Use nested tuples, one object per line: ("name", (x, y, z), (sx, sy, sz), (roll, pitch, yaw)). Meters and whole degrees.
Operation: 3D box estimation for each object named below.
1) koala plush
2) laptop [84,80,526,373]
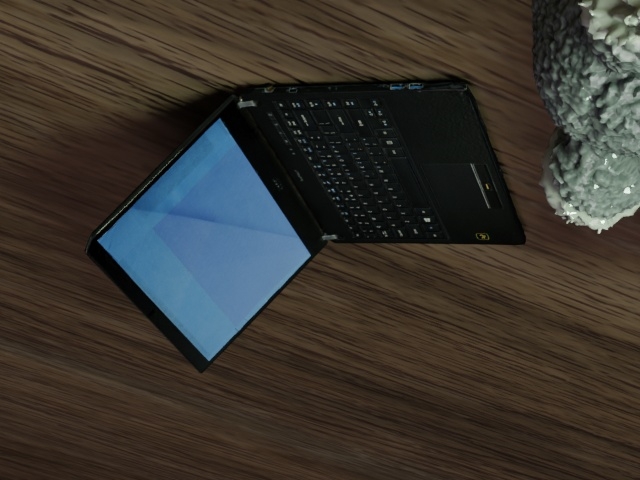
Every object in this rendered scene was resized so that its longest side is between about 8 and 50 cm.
("koala plush", (0.170, -0.116, 0.592), (0.203, 0.221, 0.196), (37, 157, 13))
("laptop", (0.000, 0.000, 1.065), (0.264, 0.137, 0.234), (1, 154, 19))
